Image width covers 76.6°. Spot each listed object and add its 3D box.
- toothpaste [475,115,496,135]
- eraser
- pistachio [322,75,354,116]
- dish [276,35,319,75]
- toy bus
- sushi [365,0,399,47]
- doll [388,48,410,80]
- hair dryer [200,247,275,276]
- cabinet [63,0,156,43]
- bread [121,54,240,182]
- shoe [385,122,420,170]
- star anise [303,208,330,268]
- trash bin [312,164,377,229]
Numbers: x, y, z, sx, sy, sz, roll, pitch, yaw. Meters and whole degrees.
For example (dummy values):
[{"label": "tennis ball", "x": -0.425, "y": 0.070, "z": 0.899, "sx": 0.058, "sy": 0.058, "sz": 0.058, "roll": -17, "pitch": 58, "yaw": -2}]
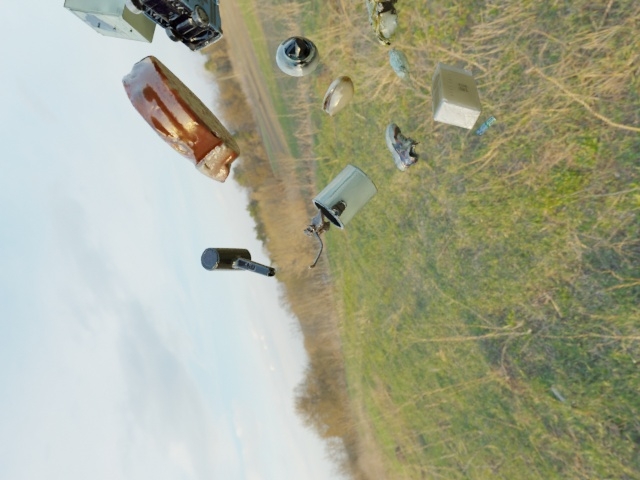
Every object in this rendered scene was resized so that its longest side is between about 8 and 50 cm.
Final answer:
[{"label": "toothpaste", "x": 0.644, "y": -0.447, "z": 1.579, "sx": 0.083, "sy": 0.017, "sz": 0.020, "roll": -49, "pitch": 41, "yaw": 30}, {"label": "eraser", "x": 0.476, "y": -0.522, "z": 1.437, "sx": 0.078, "sy": 0.144, "sz": 0.343, "roll": 106, "pitch": 178, "yaw": -46}, {"label": "pistachio", "x": 0.094, "y": -0.773, "z": 2.161, "sx": 0.144, "sy": 0.215, "sz": 0.144, "roll": 32, "pitch": -163, "yaw": -11}, {"label": "dish", "x": -0.072, "y": -0.601, "z": 1.275, "sx": 0.078, "sy": 0.141, "sz": 0.140, "roll": 97, "pitch": 153, "yaw": -75}, {"label": "toy bus", "x": -0.343, "y": -0.565, "z": 0.941, "sx": 0.234, "sy": 0.116, "sz": 0.133, "roll": 19, "pitch": -118, "yaw": -59}, {"label": "sushi", "x": 0.233, "y": -0.874, "z": 1.506, "sx": 0.139, "sy": 0.131, "sz": 0.290, "roll": -79, "pitch": -15, "yaw": -58}, {"label": "doll", "x": 0.332, "y": -0.733, "z": 1.681, "sx": 0.104, "sy": 0.072, "sz": 0.213, "roll": 32, "pitch": -146, "yaw": -37}, {"label": "hair dryer", "x": -0.267, "y": 0.081, "z": 1.429, "sx": 0.197, "sy": 0.252, "sz": 0.089, "roll": 9, "pitch": -88, "yaw": -61}, {"label": "cabinet", "x": -0.634, "y": -0.721, "z": 1.243, "sx": 0.145, "sy": 0.206, "sz": 0.149, "roll": 12, "pitch": -89, "yaw": -79}, {"label": "bread", "x": -0.355, "y": -0.317, "z": 1.051, "sx": 0.295, "sy": 0.114, "sz": 0.328, "roll": 55, "pitch": -173, "yaw": 30}, {"label": "shoe", "x": 0.382, "y": -0.433, "z": 1.839, "sx": 0.126, "sy": 0.099, "sz": 0.227, "roll": -12, "pitch": 107, "yaw": 46}, {"label": "star anise", "x": 0.000, "y": 0.000, "z": 1.741, "sx": 0.227, "sy": 0.219, "sz": 0.148, "roll": 59, "pitch": 147, "yaw": 29}, {"label": "trash bin", "x": 0.125, "y": -0.222, "z": 2.069, "sx": 0.217, "sy": 0.262, "sz": 0.277, "roll": 45, "pitch": 174, "yaw": -12}]
